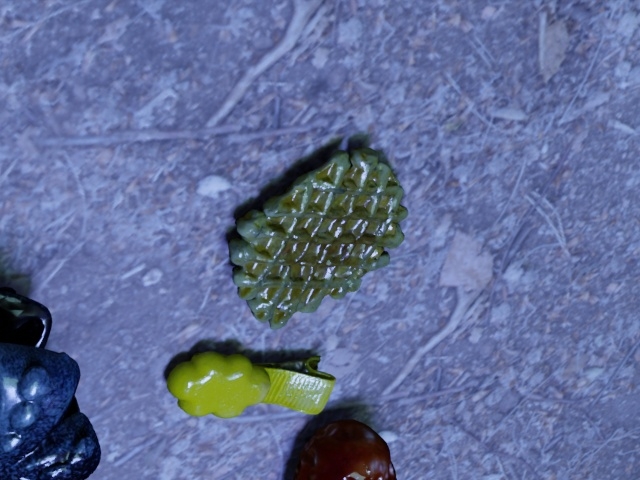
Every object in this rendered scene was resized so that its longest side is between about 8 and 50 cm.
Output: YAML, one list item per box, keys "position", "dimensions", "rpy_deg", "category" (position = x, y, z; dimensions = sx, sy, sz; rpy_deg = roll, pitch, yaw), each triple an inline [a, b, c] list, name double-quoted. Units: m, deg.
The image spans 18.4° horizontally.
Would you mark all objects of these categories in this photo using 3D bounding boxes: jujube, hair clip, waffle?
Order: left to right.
- position: [-0.307, 0.200, 1.660]
  dimensions: [0.310, 0.194, 0.206]
  rpy_deg: [-44, 132, 6]
  category: "hair clip"
- position: [-0.068, 0.139, 1.879]
  dimensions: [0.173, 0.046, 0.072]
  rpy_deg: [7, 117, -38]
  category: "hair clip"
- position: [0.000, 0.000, 1.817]
  dimensions: [0.183, 0.036, 0.169]
  rpy_deg: [-33, 140, -7]
  category: "waffle"
- position: [0.023, 0.264, 2.008]
  dimensions: [0.112, 0.109, 0.176]
  rpy_deg: [-45, 151, -51]
  category: "jujube"
